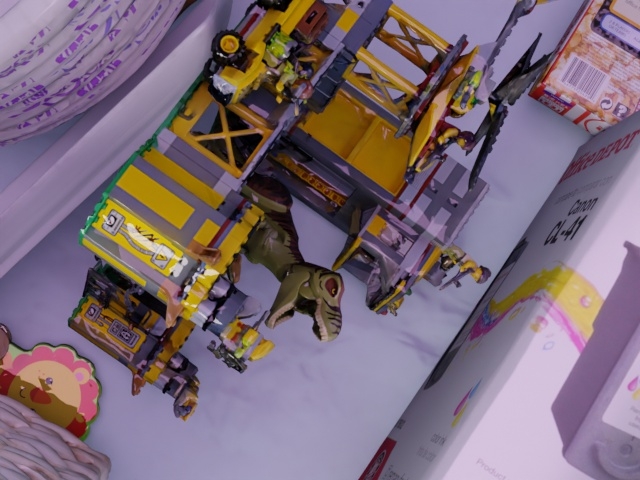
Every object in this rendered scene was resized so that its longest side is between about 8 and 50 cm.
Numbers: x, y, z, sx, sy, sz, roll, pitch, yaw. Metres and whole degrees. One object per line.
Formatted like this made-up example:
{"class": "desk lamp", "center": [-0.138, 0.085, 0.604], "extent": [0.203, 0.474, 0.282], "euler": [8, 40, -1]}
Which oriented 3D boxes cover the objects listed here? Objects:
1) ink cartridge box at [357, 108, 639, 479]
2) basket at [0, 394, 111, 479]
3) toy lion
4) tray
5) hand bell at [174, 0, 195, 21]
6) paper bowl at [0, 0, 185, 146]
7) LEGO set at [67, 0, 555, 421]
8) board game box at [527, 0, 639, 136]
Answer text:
{"class": "ink cartridge box", "center": [0.145, 0.085, 0.821], "extent": [0.131, 0.226, 0.306], "euler": [33, 84, -1]}
{"class": "basket", "center": [-0.332, 0.201, 0.755], "extent": [0.331, 0.266, 0.328], "euler": [27, 93, 0]}
{"class": "toy lion", "center": [-0.192, 0.105, 0.906], "extent": [0.096, 0.034, 0.100], "euler": [36, 85, -7]}
{"class": "tray", "center": [-0.145, -0.042, 0.828], "extent": [0.270, 0.145, 0.030], "euler": [-41, 105, 14]}
{"class": "hand bell", "center": [-0.071, -0.170, 0.908], "extent": [0.242, 0.126, 0.126], "euler": [-37, 88, 8]}
{"class": "paper bowl", "center": [-0.191, -0.191, 0.839], "extent": [0.284, 0.148, 0.284], "euler": [-6, 72, 20]}
{"class": "LEGO set", "center": [0.000, 0.000, 0.796], "extent": [0.192, 0.331, 0.255], "euler": [35, 65, -1]}
{"class": "board game box", "center": [0.245, -0.139, 0.904], "extent": [0.146, 0.045, 0.193], "euler": [32, 85, 0]}
